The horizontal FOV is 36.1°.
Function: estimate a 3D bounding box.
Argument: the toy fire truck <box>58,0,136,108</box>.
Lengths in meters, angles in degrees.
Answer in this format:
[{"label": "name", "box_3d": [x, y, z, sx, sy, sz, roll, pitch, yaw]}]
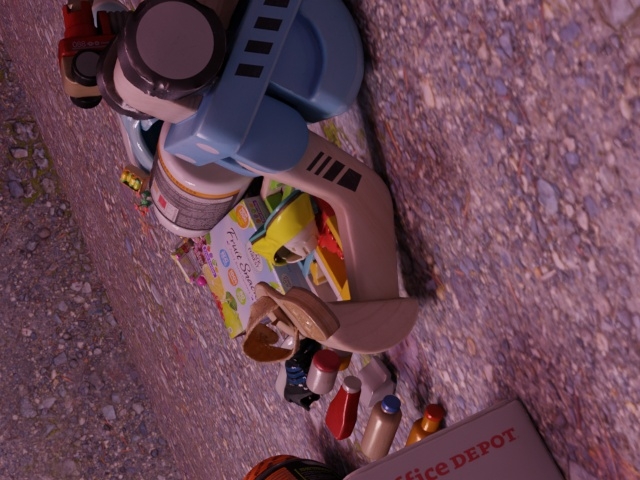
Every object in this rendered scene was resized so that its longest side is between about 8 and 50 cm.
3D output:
[{"label": "toy fire truck", "box_3d": [-0.342, -0.358, 1.666, 0.158, 0.217, 0.246, 134, 125, -68]}]

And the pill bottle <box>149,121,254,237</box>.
[{"label": "pill bottle", "box_3d": [-0.193, -0.108, 1.585, 0.162, 0.162, 0.278, 65, 159, 10]}]

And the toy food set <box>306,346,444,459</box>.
[{"label": "toy food set", "box_3d": [0.063, 0.199, 1.319, 0.232, 0.111, 0.104, 53, 142, 38]}]

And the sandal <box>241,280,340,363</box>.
[{"label": "sandal", "box_3d": [-0.056, 0.102, 1.118, 0.088, 0.079, 0.240, 50, 163, -8]}]

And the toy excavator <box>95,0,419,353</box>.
[{"label": "toy excavator", "box_3d": [-0.036, -0.130, 1.133, 0.222, 0.445, 0.433, -5, 64, 70]}]

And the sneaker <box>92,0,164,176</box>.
[{"label": "sneaker", "box_3d": [-0.325, -0.278, 1.827, 0.150, 0.135, 0.366, 20, 137, 54]}]

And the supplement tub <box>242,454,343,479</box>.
[{"label": "supplement tub", "box_3d": [-0.007, 0.494, 1.626, 0.338, 0.207, 0.207, 25, 132, 63]}]

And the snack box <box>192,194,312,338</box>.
[{"label": "snack box", "box_3d": [-0.110, 0.043, 1.584, 0.207, 0.070, 0.174, -38, 73, 51]}]

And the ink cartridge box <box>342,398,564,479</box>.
[{"label": "ink cartridge box", "box_3d": [0.172, 0.354, 1.022, 0.306, 0.226, 0.131, 63, 157, 20]}]

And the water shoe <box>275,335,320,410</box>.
[{"label": "water shoe", "box_3d": [-0.022, 0.206, 1.616, 0.080, 0.073, 0.203, 32, 146, 16]}]

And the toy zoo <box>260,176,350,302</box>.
[{"label": "toy zoo", "box_3d": [0.000, 0.000, 1.390, 0.293, 0.030, 0.192, 61, 158, 21]}]

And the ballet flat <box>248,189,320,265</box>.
[{"label": "ballet flat", "box_3d": [-0.041, -0.009, 1.355, 0.077, 0.077, 0.231, 47, 161, -1]}]

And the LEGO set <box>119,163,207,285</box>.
[{"label": "LEGO set", "box_3d": [-0.279, -0.018, 1.837, 0.287, 0.107, 0.132, 50, 148, -15]}]
